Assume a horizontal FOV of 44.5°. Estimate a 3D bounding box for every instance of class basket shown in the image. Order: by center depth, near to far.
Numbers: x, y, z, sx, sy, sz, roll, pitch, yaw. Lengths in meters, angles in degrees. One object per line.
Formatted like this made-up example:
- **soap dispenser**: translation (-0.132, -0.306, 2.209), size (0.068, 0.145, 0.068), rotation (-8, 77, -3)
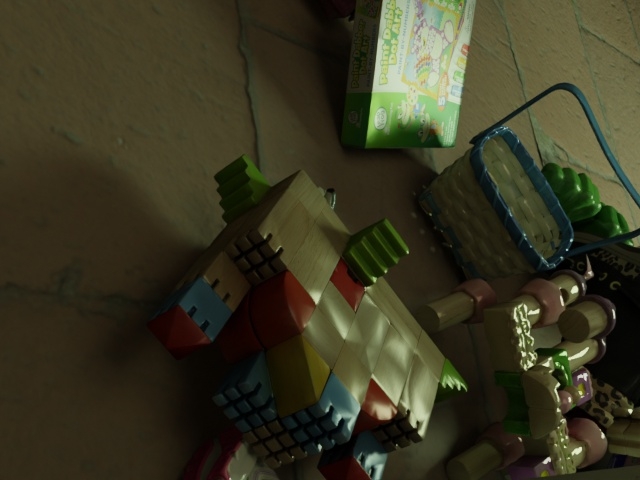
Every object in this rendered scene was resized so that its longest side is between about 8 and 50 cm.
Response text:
- **basket**: translation (0.320, -0.077, 1.210), size (0.201, 0.289, 0.254), rotation (-39, 101, -49)

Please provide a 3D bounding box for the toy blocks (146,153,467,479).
- **toy blocks**: translation (-0.009, 0.113, 0.810), size (0.381, 0.191, 0.261), rotation (52, 32, -15)

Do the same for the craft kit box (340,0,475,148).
- **craft kit box**: translation (0.139, -0.268, 1.207), size (0.247, 0.061, 0.249), rotation (-7, 108, -45)

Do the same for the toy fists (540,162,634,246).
- **toy fists**: translation (0.486, -0.042, 1.484), size (0.279, 0.142, 0.096), rotation (40, 46, -27)

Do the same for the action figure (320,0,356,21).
- **action figure**: translation (0.009, -0.493, 1.123), size (0.370, 0.276, 0.248), rotation (41, 50, -44)

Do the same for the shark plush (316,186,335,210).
- **shark plush**: translation (0.000, 0.000, 1.018), size (0.067, 0.073, 0.161), rotation (52, 26, -63)

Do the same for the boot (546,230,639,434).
- **boot**: translation (0.444, 0.143, 1.303), size (0.138, 0.377, 0.284), rotation (40, 83, -26)

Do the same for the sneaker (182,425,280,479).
- **sneaker**: translation (-0.099, 0.292, 0.727), size (0.111, 0.103, 0.252), rotation (51, 43, -14)

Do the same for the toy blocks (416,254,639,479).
- **toy blocks**: translation (0.340, 0.182, 1.056), size (0.260, 0.309, 0.288), rotation (-14, 94, -42)

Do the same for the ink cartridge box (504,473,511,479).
- **ink cartridge box**: translation (0.354, 0.413, 1.146), size (0.180, 0.104, 0.060), rotation (45, 46, -20)

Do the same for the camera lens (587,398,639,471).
- **camera lens**: translation (0.561, 0.374, 1.296), size (0.219, 0.219, 0.274), rotation (-9, 78, -48)

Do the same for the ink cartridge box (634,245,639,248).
- **ink cartridge box**: translation (0.731, 0.087, 1.554), size (0.131, 0.306, 0.226), rotation (55, 42, -13)

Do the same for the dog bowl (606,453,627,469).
- **dog bowl**: translation (0.543, 0.384, 1.115), size (0.265, 0.104, 0.264), rotation (4, 76, -16)

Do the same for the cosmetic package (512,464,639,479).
- **cosmetic package**: translation (0.256, 0.380, 0.845), size (0.156, 0.385, 0.217), rotation (55, 44, -9)
